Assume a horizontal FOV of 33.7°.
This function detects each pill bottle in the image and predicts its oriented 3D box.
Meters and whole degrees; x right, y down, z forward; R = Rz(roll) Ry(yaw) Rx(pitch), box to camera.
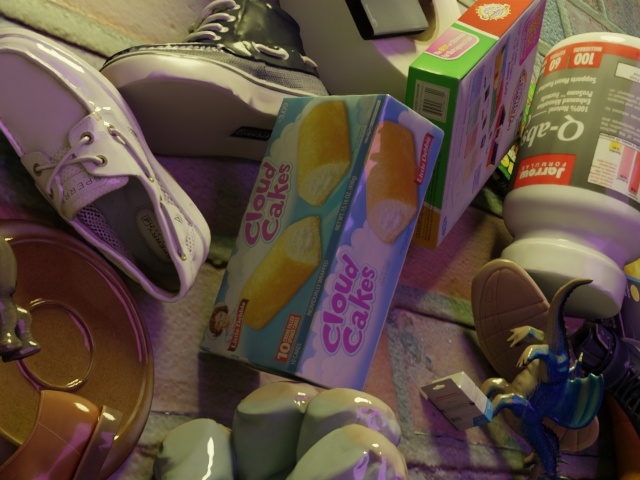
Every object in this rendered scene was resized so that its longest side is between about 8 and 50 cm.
[{"bbox_3d":[0.374,-0.088,1.480,0.210,0.210,0.363,33,67,-37],"label":"pill bottle"}]

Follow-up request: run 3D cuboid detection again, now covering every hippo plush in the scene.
[{"bbox_3d":[-0.007,0.274,0.842,0.294,0.234,0.236,-80,146,-63],"label":"hippo plush"}]

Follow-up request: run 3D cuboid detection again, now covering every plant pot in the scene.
[{"bbox_3d":[-0.220,0.088,0.855,0.236,0.032,0.236,29,49,-39],"label":"plant pot"}]

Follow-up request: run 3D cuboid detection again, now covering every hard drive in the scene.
[{"bbox_3d":[0.074,-0.291,1.280,0.135,0.022,0.094,-21,88,-53],"label":"hard drive"}]

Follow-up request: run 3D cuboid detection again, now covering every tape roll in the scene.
[{"bbox_3d":[0.073,-0.303,1.390,0.286,0.100,0.286,28,50,-39],"label":"tape roll"}]

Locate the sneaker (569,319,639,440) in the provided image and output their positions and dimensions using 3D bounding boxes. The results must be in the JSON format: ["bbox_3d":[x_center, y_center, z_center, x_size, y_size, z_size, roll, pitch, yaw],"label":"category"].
[{"bbox_3d":[0.414,0.203,1.440,0.163,0.086,0.226,31,20,-32],"label":"sneaker"}]

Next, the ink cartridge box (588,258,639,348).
[{"bbox_3d":[0.524,0.048,1.779,0.307,0.072,0.304,14,60,-45],"label":"ink cartridge box"}]

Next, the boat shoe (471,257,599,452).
[{"bbox_3d":[0.280,0.145,1.397,0.285,0.103,0.092,59,14,-12],"label":"boat shoe"}]

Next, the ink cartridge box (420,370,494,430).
[{"bbox_3d":[0.163,0.186,1.261,0.083,0.048,0.028,48,39,-23],"label":"ink cartridge box"}]

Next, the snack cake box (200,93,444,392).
[{"bbox_3d":[0.000,0.000,0.995,0.089,0.152,0.264,26,77,-41],"label":"snack cake box"}]

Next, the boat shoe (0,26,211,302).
[{"bbox_3d":[-0.193,-0.059,0.899,0.277,0.098,0.096,48,18,-23],"label":"boat shoe"}]

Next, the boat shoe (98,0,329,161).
[{"bbox_3d":[-0.116,-0.178,1.080,0.340,0.127,0.158,7,58,-58],"label":"boat shoe"}]

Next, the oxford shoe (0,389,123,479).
[{"bbox_3d":[-0.218,0.207,0.753,0.076,0.076,0.212,25,63,-10],"label":"oxford shoe"}]

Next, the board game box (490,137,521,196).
[{"bbox_3d":[0.295,-0.119,1.621,0.260,0.030,0.136,48,41,-22],"label":"board game box"}]

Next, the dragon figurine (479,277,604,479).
[{"bbox_3d":[0.292,0.178,1.305,0.144,0.289,0.085,23,13,-13],"label":"dragon figurine"}]

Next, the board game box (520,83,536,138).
[{"bbox_3d":[0.359,-0.193,1.707,0.124,0.039,0.259,64,26,5],"label":"board game box"}]

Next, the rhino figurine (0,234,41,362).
[{"bbox_3d":[-0.310,0.047,0.713,0.243,0.073,0.106,-9,78,-38],"label":"rhino figurine"}]

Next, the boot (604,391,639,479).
[{"bbox_3d":[0.446,0.301,1.524,0.295,0.104,0.211,11,54,-49],"label":"boot"}]

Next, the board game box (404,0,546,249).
[{"bbox_3d":[0.194,-0.171,1.351,0.316,0.064,0.242,-47,150,-46],"label":"board game box"}]

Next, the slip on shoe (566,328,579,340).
[{"bbox_3d":[0.397,0.168,1.566,0.135,0.051,0.041,34,39,-46],"label":"slip on shoe"}]
